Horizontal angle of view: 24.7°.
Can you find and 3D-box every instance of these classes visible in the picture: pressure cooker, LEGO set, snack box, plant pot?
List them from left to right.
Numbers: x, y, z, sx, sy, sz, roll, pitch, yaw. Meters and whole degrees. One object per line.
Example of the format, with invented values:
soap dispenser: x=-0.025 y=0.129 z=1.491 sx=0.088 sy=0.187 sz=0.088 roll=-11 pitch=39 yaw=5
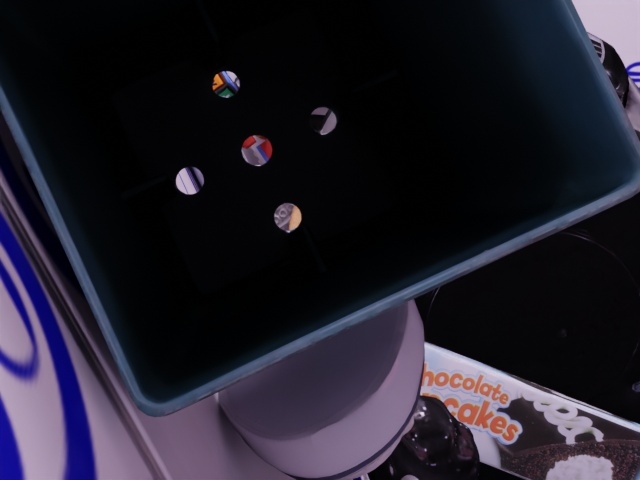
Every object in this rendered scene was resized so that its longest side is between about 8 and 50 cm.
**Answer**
LEGO set: x=-0.077 y=-0.123 z=1.046 sx=0.182 sy=0.060 sz=0.244 roll=49 pitch=10 yaw=-34
plant pot: x=-0.018 y=-0.047 z=0.537 sx=0.234 sy=0.165 sz=0.165 roll=130 pitch=-65 yaw=-84
pressure cooker: x=0.162 y=-0.017 z=1.390 sx=0.370 sy=0.375 sz=0.420 roll=47 pitch=16 yaw=-21
snack box: x=0.141 y=0.126 z=0.972 sx=0.322 sy=0.060 sz=0.187 roll=21 pitch=-3 yaw=6

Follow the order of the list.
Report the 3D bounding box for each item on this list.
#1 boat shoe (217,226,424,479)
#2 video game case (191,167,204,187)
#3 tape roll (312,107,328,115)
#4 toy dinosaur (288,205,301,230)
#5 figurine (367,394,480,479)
boat shoe: x=0.004 y=0.065 z=0.696 sx=0.088 sy=0.096 sz=0.267 roll=60 pitch=-4 yaw=-15
video game case: x=-0.067 y=-0.045 z=1.017 sx=0.173 sy=0.022 sz=0.190 roll=-110 pitch=175 yaw=-68
tape roll: x=-0.043 y=-0.255 z=1.563 sx=0.286 sy=0.100 sz=0.286 roll=43 pitch=-8 yaw=7
toy dinosaur: x=0.000 y=0.000 z=0.980 sx=0.112 sy=0.064 sz=0.211 roll=42 pitch=41 yaw=-12
figurine: x=0.075 y=0.188 z=0.734 sx=0.215 sy=0.092 sz=0.209 roll=-105 pitch=174 yaw=-73
